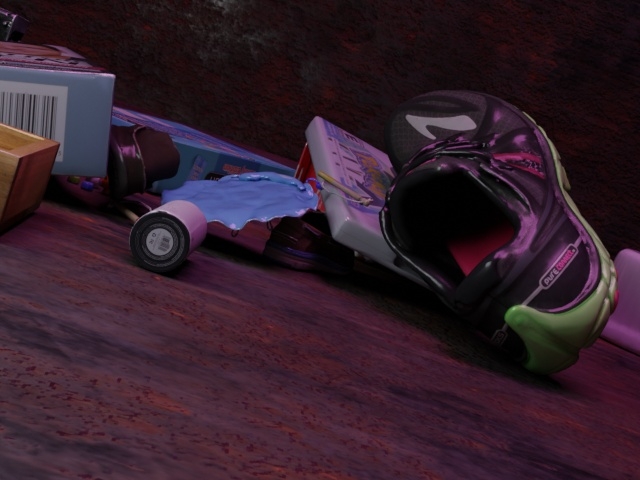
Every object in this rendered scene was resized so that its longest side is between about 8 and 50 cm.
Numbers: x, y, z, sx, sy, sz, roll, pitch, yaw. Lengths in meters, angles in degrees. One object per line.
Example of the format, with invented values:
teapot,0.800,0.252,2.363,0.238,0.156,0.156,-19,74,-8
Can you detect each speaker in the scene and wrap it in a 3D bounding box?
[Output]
speaker,-0.138,-0.007,1.102,0.055,0.055,0.136,19,6,-2

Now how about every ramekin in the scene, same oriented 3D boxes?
ramekin,0.546,0.114,1.790,0.277,0.135,0.277,19,7,-2

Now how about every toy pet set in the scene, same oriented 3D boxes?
toy pet set,-0.267,-0.100,1.472,0.114,0.065,0.122,13,9,-47

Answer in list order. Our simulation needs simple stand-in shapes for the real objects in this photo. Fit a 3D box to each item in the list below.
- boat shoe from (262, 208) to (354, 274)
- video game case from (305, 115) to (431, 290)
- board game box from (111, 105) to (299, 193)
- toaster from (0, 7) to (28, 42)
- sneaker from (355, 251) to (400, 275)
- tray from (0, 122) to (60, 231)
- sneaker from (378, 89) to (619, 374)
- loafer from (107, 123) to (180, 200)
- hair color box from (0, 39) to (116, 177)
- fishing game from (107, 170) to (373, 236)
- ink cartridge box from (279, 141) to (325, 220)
boat shoe,0.000,0.000,1.413,0.066,0.066,0.183,23,8,22
video game case,0.127,-0.020,1.504,0.300,0.036,0.329,28,20,-19
board game box,-0.225,-0.126,1.772,0.253,0.079,0.336,23,7,30
toaster,-0.524,-0.267,1.694,0.185,0.168,0.110,21,4,2
sneaker,0.084,-0.038,1.736,0.127,0.126,0.321,24,7,-10
tray,-0.443,-0.111,1.007,0.410,0.076,0.203,18,7,-6
sneaker,0.164,-0.056,1.322,0.202,0.185,0.483,28,19,-28
loafer,-0.198,-0.099,1.347,0.078,0.080,0.220,-5,14,-3
hair color box,-0.357,-0.160,1.348,0.185,0.114,0.374,3,11,-20
fishing game,-0.092,-0.037,1.328,0.264,0.041,0.189,-10,21,-26
ink cartridge box,0.024,-0.077,1.855,0.078,0.134,0.231,22,7,16
